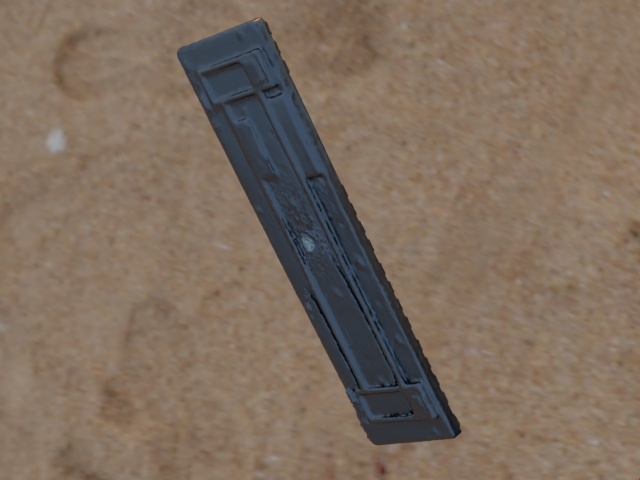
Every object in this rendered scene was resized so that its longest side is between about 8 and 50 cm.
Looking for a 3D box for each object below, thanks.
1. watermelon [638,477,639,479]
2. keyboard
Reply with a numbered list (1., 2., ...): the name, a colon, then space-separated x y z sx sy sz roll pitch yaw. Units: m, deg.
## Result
1. watermelon: 0.209 0.140 0.808 0.213 0.201 0.262 -6 95 58
2. keyboard: 0.000 0.000 0.786 0.061 0.013 0.204 -12 108 52
